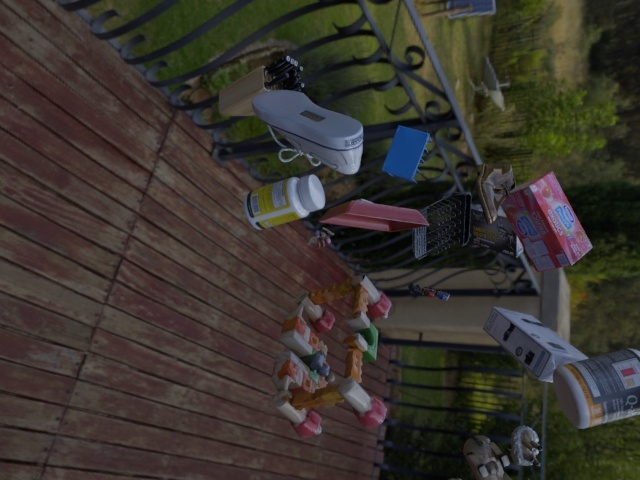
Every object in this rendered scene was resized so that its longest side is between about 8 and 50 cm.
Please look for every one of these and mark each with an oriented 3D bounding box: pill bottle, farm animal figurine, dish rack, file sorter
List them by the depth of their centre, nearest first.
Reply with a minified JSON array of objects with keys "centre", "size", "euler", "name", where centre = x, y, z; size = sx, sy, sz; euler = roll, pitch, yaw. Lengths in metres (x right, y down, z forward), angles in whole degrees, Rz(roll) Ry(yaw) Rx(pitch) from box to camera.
[{"centre":[0.764,0.371,1.361],"size":[0.162,0.278,0.162],"euler":[-15,90,-87],"name":"pill bottle"},{"centre":[-0.100,-0.110,1.498],"size":[0.119,0.208,0.119],"euler":[45,38,-50],"name":"pill bottle"},{"centre":[0.469,0.704,1.519],"size":[0.172,0.330,0.327],"euler":[-155,-122,-78],"name":"farm animal figurine"},{"centre":[0.314,-0.301,1.887],"size":[0.104,0.118,0.170],"euler":[17,94,-65],"name":"file sorter"},{"centre":[0.433,-0.049,1.903],"size":[0.271,0.074,0.208],"euler":[-24,121,-35],"name":"dish rack"}]

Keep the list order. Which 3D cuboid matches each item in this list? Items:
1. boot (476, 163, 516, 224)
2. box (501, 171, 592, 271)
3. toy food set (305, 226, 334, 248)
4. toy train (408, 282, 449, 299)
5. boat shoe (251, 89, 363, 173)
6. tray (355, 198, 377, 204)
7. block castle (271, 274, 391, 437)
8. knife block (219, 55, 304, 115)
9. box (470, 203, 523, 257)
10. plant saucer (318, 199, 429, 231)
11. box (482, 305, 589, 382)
[{"centre":[0.566,-0.164,1.700],"size":[0.305,0.115,0.112],"euler":[-68,144,-49],"name":"boot"},{"centre":[0.769,-0.060,1.820],"size":[0.142,0.154,0.300],"euler":[-29,90,-30],"name":"box"},{"centre":[0.000,0.000,2.122],"size":[0.077,0.122,0.019],"euler":[30,43,-15],"name":"toy food set"},{"centre":[0.386,0.183,1.874],"size":[0.036,0.158,0.027],"euler":[-97,-157,-65],"name":"toy train"},{"centre":[-0.033,-0.250,1.288],"size":[0.135,0.367,0.157],"euler":[-33,137,-30],"name":"boat shoe"},{"centre":[0.198,-0.122,2.082],"size":[0.270,0.145,0.030],"euler":[-69,180,-77],"name":"tray"},{"centre":[0.050,0.346,1.592],"size":[0.213,0.302,0.453],"euler":[52,32,-33],"name":"block castle"},{"centre":[-0.196,-0.503,1.717],"size":[0.242,0.275,0.088],"euler":[110,-23,-70],"name":"knife block"},{"centre":[0.760,-0.044,2.287],"size":[0.056,0.231,0.183],"euler":[-29,123,-31],"name":"box"},{"centre":[0.152,-0.072,1.575],"size":[0.258,0.258,0.048],"euler":[6,85,-17],"name":"plant saucer"},{"centre":[0.643,0.312,1.589],"size":[0.169,0.290,0.087],"euler":[14,105,-19],"name":"box"}]
